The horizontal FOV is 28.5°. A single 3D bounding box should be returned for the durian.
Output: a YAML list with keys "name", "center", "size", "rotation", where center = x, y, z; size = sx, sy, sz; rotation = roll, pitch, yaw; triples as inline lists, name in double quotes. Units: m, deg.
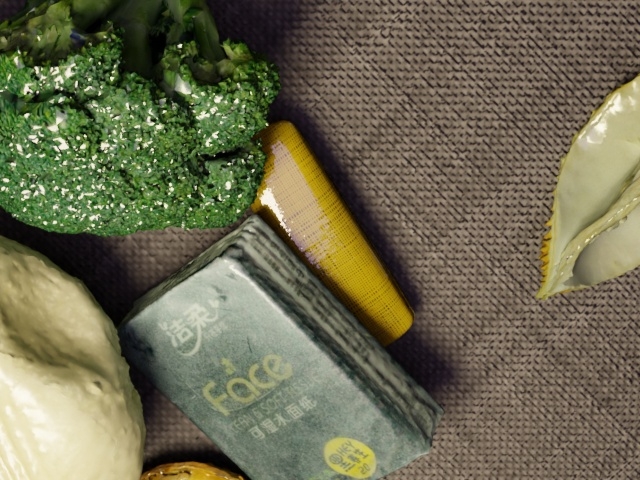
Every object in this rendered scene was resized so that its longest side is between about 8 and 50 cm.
- name: "durian"
  center: [0.283, -0.047, 1.100]
  size: [0.144, 0.139, 0.252]
  rotation: [44, 120, -10]

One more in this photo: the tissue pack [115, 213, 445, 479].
- name: "tissue pack"
  center: [-0.040, 0.120, 1.145]
  size: [0.257, 0.081, 0.185]
  rotation: [46, 126, -12]

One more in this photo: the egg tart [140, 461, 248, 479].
- name: "egg tart"
  center: [-0.121, 0.300, 1.208]
  size: [0.191, 0.074, 0.191]
  rotation: [5, 111, 12]

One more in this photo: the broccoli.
- name: "broccoli"
  center: [-0.182, -0.116, 1.049]
  size: [0.295, 0.265, 0.245]
  rotation: [22, 72, 9]

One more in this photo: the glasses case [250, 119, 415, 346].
- name: "glasses case"
  center: [0.000, 0.000, 1.148]
  size: [0.079, 0.064, 0.234]
  rotation: [-30, 103, 10]

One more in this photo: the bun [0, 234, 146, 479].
- name: "bun"
  center: [-0.325, 0.145, 1.100]
  size: [0.353, 0.227, 0.348]
  rotation: [-16, 104, 12]
